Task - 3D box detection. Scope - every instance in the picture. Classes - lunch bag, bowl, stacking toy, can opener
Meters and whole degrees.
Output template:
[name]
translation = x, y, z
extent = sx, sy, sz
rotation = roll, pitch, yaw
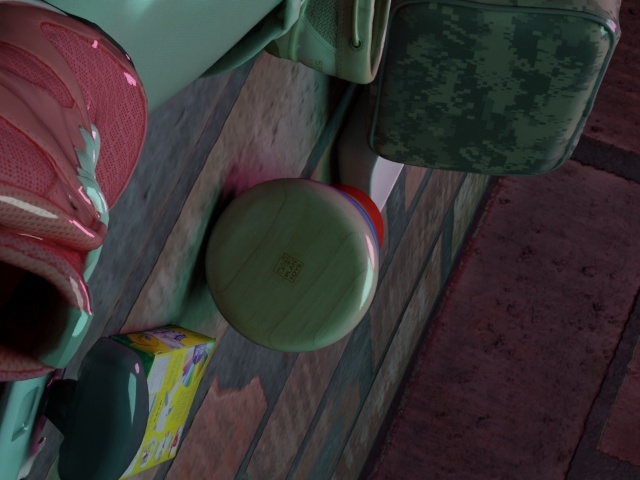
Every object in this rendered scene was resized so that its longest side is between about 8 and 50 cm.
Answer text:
[lunch bag]
translation = 0.154, -0.232, 1.544
extent = 0.305, 0.212, 0.256
rotation = 95, 3, -64
[bowl]
translation = 0.059, -0.107, 1.724
extent = 0.142, 0.053, 0.142
rotation = 85, 29, -68
[stacking toy]
translation = 0.000, 0.000, 1.486
extent = 0.330, 0.141, 0.141
rotation = -41, 151, -78
[can opener]
translation = -0.180, 0.184, 1.026
extent = 0.076, 0.095, 0.283
rotation = -38, 148, -68

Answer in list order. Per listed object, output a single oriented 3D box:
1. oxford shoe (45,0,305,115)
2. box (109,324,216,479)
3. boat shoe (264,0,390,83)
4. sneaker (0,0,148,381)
[oxford shoe]
translation = -0.030, -0.169, 0.761
extent = 0.449, 0.130, 0.169
rotation = -60, 169, -30
[box]
translation = -0.130, 0.120, 1.283
extent = 0.179, 0.043, 0.105
rotation = 4, 107, -76
[boat shoe]
translation = 0.046, -0.266, 1.244
extent = 0.109, 0.098, 0.302
rotation = -35, 145, -70
[sneaker]
translation = -0.112, -0.001, 0.478
extent = 0.116, 0.136, 0.314
rotation = -64, 165, 15
